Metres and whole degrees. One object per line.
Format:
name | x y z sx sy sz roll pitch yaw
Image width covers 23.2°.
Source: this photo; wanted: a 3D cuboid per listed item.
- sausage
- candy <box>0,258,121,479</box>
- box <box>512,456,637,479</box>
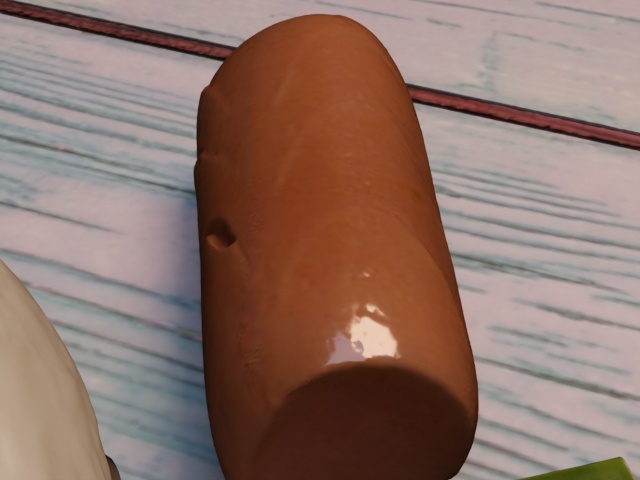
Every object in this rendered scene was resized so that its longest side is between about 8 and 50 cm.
sausage | 0.000 -0.001 0.749 0.121 0.121 0.304 -3 39 -4
candy | -0.208 0.171 0.367 0.386 0.186 0.427 -41 43 4
box | 0.045 0.199 0.428 0.148 0.195 0.177 -11 40 -13
